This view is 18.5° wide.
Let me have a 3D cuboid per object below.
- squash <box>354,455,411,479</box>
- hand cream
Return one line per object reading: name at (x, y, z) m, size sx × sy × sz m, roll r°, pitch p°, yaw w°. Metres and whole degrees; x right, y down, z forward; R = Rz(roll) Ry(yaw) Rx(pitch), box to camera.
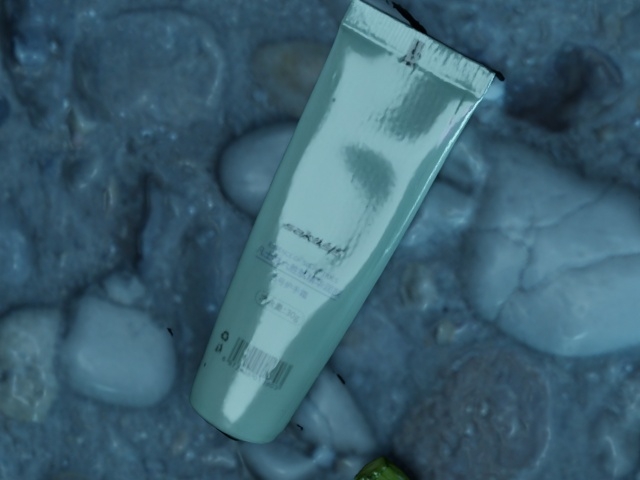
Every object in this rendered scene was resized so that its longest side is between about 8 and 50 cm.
squash at (0.068, 0.248, 1.396) m, size 0.066 × 0.066 × 0.201 m, roll -14°, pitch 102°, yaw 22°
hand cream at (0.000, 0.000, 1.353) m, size 0.109 × 0.067 × 0.321 m, roll 29°, pitch 109°, yaw 9°
